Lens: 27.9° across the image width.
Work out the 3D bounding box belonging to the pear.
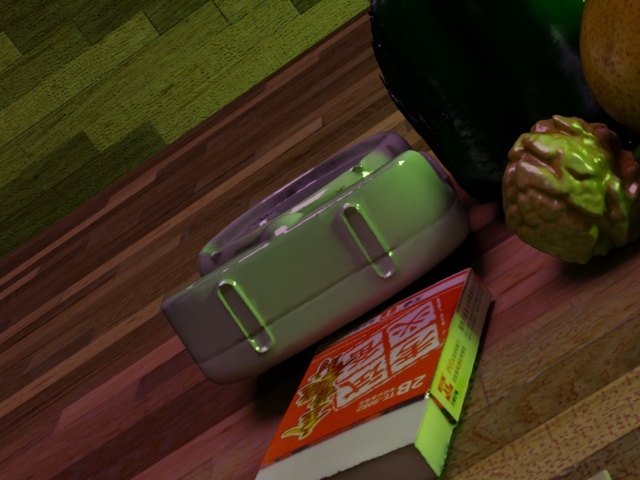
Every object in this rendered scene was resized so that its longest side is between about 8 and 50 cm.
[{"bbox_3d":[0.292,-0.159,0.968,0.198,0.198,0.198,-33,16,11],"label":"pear"}]

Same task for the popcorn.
[{"bbox_3d":[0.192,-0.039,0.961,0.106,0.120,0.116,28,68,35],"label":"popcorn"}]

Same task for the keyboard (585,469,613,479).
[{"bbox_3d":[0.094,0.184,0.705,0.166,0.017,0.055,-33,12,10],"label":"keyboard"}]

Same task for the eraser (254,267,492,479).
[{"bbox_3d":[0.039,0.118,0.958,0.157,0.038,0.230,-28,18,28],"label":"eraser"}]

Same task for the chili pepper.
[{"bbox_3d":[0.173,-0.182,1.153,0.249,0.256,0.233,-36,11,9],"label":"chili pepper"}]

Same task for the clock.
[{"bbox_3d":[0.000,0.000,1.193,0.265,0.108,0.324,-33,8,10],"label":"clock"}]
